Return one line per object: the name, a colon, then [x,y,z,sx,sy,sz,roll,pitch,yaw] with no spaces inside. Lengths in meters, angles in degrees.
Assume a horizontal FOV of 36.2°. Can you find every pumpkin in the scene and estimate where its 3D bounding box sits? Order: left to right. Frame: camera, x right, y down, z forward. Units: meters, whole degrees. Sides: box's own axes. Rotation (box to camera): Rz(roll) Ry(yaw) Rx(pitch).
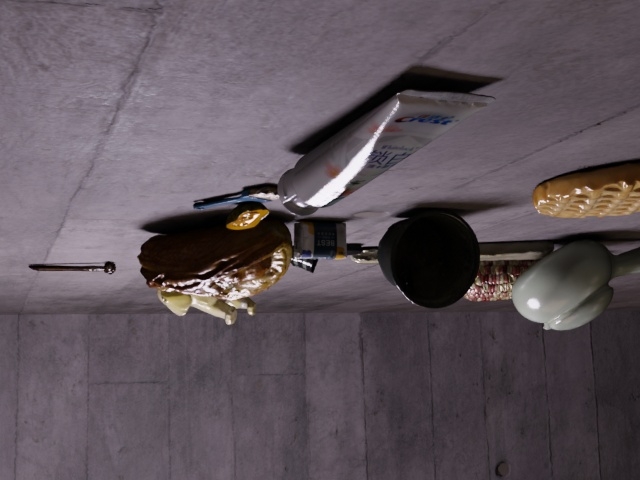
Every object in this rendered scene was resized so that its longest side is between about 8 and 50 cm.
pumpkin: [-0.106,-0.041,1.430,0.050,0.028,0.083,2,162,-36]

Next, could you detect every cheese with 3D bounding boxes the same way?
cheese: [0.259,0.026,1.948,0.400,0.034,0.085,-3,169,4]

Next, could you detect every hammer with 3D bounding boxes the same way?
hammer: [-0.515,0.059,2.039,0.178,0.021,0.065,-1,172,-5]

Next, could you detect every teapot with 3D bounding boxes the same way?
teapot: [0.530,0.065,1.906,0.318,0.149,0.220,-33,170,12]

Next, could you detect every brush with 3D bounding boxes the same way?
brush: [-0.119,-0.057,1.366,0.164,0.014,0.051,-8,168,39]

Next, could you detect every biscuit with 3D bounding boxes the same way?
biscuit: [0.422,-0.067,1.326,0.309,0.040,0.204,-8,169,36]

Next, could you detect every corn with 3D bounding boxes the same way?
corn: [0.443,0.077,2.130,0.290,0.098,0.098,-7,171,6]

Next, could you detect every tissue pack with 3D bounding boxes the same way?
tissue pack: [0.000,0.000,1.609,0.083,0.062,0.042,3,172,-26]

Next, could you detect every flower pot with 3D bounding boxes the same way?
flower pot: [0.164,0.025,1.572,0.157,0.157,0.107,1,-176,-19]

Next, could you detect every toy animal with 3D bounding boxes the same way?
toy animal: [-0.229,0.100,2.086,0.169,0.121,0.233,12,-171,30]

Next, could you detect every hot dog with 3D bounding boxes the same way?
hot dog: [-0.168,0.034,1.612,0.272,0.122,0.196,-6,171,34]

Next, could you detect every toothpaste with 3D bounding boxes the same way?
toothpaste: [0.047,-0.094,1.013,0.100,0.066,0.323,2,166,-26]

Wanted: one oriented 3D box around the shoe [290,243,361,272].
shoe: [-0.009,0.037,1.901,0.179,0.049,0.071,-3,171,9]
